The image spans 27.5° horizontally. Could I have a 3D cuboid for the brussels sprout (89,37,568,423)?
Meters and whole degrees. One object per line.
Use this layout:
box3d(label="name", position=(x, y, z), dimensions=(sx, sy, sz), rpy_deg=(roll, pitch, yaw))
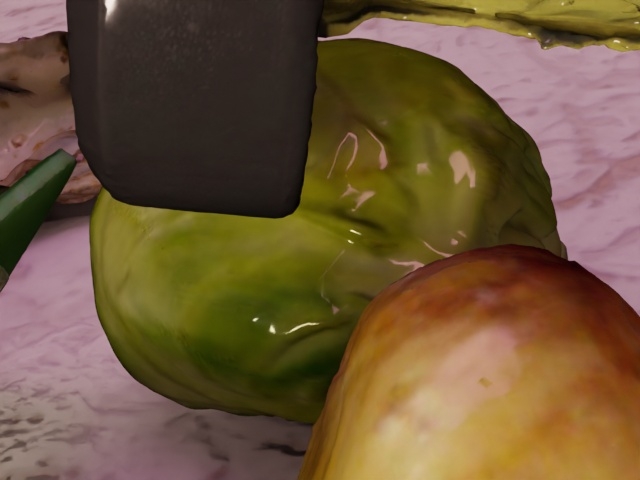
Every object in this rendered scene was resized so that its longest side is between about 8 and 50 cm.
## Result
box3d(label="brussels sprout", position=(0.000, 0.000, 0.595), dimensions=(0.223, 0.161, 0.223), rpy_deg=(-6, 25, 3))

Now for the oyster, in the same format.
box3d(label="oyster", position=(-0.176, -0.060, 0.872), dimensions=(0.294, 0.094, 0.166), rpy_deg=(-10, 47, -12))

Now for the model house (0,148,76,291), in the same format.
box3d(label="model house", position=(-0.356, 0.033, 0.576), dimensions=(0.340, 0.323, 0.300), rpy_deg=(-49, 1, 39))

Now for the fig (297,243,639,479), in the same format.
box3d(label="fig", position=(0.035, 0.128, 0.420), dimensions=(0.159, 0.159, 0.257), rpy_deg=(17, 65, 43))

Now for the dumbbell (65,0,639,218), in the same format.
box3d(label="dumbbell", position=(0.088, -0.099, 0.450), dimensions=(0.322, 0.203, 0.204), rpy_deg=(5, 31, -2))
